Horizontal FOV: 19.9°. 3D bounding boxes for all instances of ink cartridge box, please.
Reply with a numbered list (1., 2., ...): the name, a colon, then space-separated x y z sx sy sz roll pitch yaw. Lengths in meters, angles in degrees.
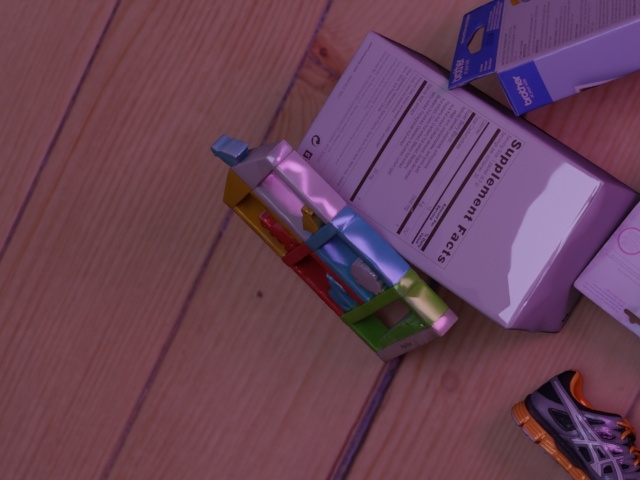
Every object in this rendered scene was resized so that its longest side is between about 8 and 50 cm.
1. ink cartridge box: 0.282 -0.220 1.784 0.311 0.185 0.065 -18 117 19

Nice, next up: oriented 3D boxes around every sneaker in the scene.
1. sneaker: 0.289 0.217 1.823 0.215 0.084 0.083 44 95 20

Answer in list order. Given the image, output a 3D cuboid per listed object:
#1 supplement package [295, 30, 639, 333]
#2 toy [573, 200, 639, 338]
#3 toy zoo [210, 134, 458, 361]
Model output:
1. supplement package: 0.148 -0.056 1.851 0.293 0.177 0.175 36 100 21
2. toy: 0.379 -0.007 1.810 0.137 0.056 0.237 39 97 6
3. toy zoo: 0.000 0.000 1.859 0.293 0.192 0.030 45 71 -2
